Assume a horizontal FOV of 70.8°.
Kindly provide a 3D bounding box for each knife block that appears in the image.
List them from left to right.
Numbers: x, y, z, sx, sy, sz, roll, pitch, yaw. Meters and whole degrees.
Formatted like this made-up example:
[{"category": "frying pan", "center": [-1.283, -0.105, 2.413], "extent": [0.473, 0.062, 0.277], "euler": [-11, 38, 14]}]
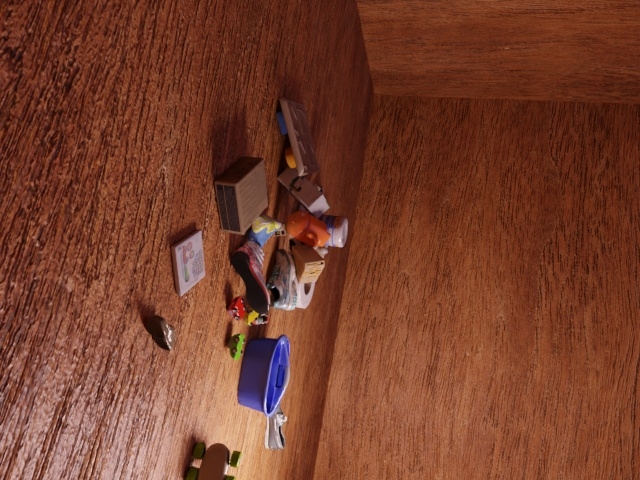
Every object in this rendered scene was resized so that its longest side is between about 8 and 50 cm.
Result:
[{"category": "knife block", "center": [-0.076, 0.060, 2.024], "extent": [0.275, 0.088, 0.241], "euler": [115, -38, -62]}]

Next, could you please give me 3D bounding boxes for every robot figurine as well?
[{"category": "robot figurine", "center": [-0.058, -0.052, 1.981], "extent": [0.220, 0.128, 0.158], "euler": [29, 52, -33]}]

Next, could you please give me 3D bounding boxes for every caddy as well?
[{"category": "caddy", "center": [-0.217, 0.566, 1.916], "extent": [0.241, 0.179, 0.340], "euler": [31, 67, -73]}]

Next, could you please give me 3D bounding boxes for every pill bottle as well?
[{"category": "pill bottle", "center": [-0.011, -0.056, 2.229], "extent": [0.152, 0.272, 0.152], "euler": [8, 90, -76]}]

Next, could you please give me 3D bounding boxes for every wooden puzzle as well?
[{"category": "wooden puzzle", "center": [-0.104, -0.443, 1.965], "extent": [0.348, 0.081, 0.321], "euler": [-44, 121, -75]}]

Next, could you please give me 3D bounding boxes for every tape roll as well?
[{"category": "tape roll", "center": [-0.107, 0.204, 2.332], "extent": [0.286, 0.100, 0.285], "euler": [6, 90, -75]}]

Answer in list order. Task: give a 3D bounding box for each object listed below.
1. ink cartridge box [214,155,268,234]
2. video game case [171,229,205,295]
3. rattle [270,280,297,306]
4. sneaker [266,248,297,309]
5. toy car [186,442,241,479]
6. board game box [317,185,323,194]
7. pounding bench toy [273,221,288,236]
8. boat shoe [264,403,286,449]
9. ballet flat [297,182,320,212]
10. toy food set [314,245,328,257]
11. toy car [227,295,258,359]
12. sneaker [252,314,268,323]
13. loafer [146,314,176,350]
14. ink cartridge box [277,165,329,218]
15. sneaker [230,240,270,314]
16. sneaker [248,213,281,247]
[{"category": "ink cartridge box", "center": [-0.268, -0.160, 1.558], "extent": [0.234, 0.088, 0.193], "euler": [-62, 156, -56]}, {"category": "video game case", "center": [-0.389, 0.064, 1.334], "extent": [0.143, 0.019, 0.157], "euler": [-53, 147, -63]}, {"category": "rattle", "center": [-0.195, 0.194, 2.125], "extent": [0.130, 0.143, 0.199], "euler": [-161, -121, -73]}, {"category": "sneaker", "center": [-0.181, 0.172, 2.015], "extent": [0.110, 0.122, 0.282], "euler": [-32, -118, 55]}, {"category": "toy car", "center": [-0.357, 0.784, 1.570], "extent": [0.188, 0.155, 0.148], "euler": [95, 8, -68]}, {"category": "board game box", "center": [-0.023, -0.206, 2.565], "extent": [0.141, 0.048, 0.170], "euler": [-60, 154, -52]}, {"category": "pounding bench toy", "center": [-0.175, -0.052, 2.006], "extent": [0.083, 0.065, 0.052], "euler": [-39, 121, -70]}, {"category": "boat shoe", "center": [-0.211, 0.889, 2.248], "extent": [0.116, 0.099, 0.319], "euler": [-12, 109, -75]}, {"category": "ballet flat", "center": [-0.058, -0.215, 2.366], "extent": [0.091, 0.077, 0.240], "euler": [81, 22, -51]}, {"category": "toy food set", "center": [0.000, 0.000, 2.566], "extent": [0.306, 0.093, 0.219], "euler": [2, 108, -76]}, {"category": "toy car", "center": [-0.311, 0.333, 1.697], "extent": [0.239, 0.053, 0.224], "euler": [54, 45, -68]}, {"category": "sneaker", "center": [-0.247, 0.329, 1.890], "extent": [0.161, 0.076, 0.057], "euler": [28, 70, -74]}, {"category": "loafer", "center": [-0.426, 0.241, 1.213], "extent": [0.148, 0.056, 0.050], "euler": [96, 10, -48]}, {"category": "ink cartridge box", "center": [-0.075, -0.216, 2.014], "extent": [0.092, 0.219, 0.160], "euler": [-45, 159, -3]}, {"category": "sneaker", "center": [-0.238, 0.134, 1.702], "extent": [0.145, 0.090, 0.269], "euler": [-62, 134, -59]}, {"category": "sneaker", "center": [-0.234, -0.036, 1.801], "extent": [0.126, 0.091, 0.240], "euler": [-65, 167, 5]}]
